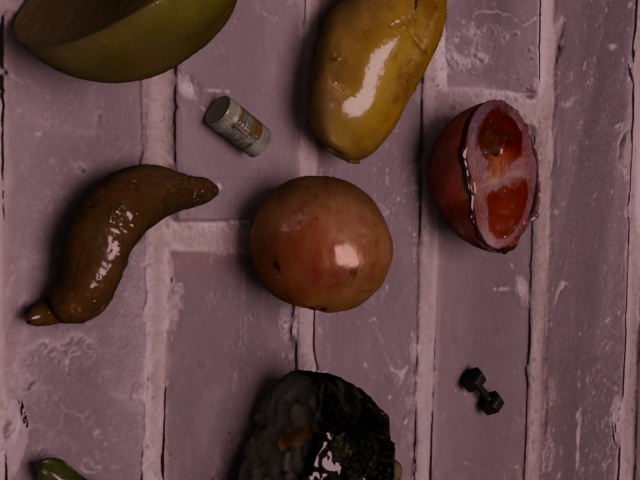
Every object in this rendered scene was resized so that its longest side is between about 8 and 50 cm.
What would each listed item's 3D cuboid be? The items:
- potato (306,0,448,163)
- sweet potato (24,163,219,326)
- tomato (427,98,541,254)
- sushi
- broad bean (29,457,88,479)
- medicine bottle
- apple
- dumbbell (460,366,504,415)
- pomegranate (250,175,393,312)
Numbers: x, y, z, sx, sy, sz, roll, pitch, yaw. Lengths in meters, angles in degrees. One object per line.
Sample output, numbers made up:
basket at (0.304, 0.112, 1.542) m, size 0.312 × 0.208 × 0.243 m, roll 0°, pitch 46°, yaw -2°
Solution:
potato at (0.075, -0.256, 2.096) m, size 0.173 × 0.140 × 0.300 m, roll 39°, pitch 74°, yaw -45°
sweet potato at (-0.249, -0.012, 1.859) m, size 0.310 × 0.098 × 0.124 m, roll -48°, pitch 144°, yaw -30°
tomato at (0.235, -0.096, 2.272) m, size 0.199 × 0.112 × 0.228 m, roll -18°, pitch 105°, yaw -47°
sushi at (-0.017, 0.348, 2.024) m, size 0.171 × 0.211 × 0.350 m, roll 29°, pitch 65°, yaw -32°
broad bean at (-0.267, 0.342, 1.901) m, size 0.256 × 0.052 × 0.053 m, roll 49°, pitch 39°, yaw -33°
medicine bottle at (-0.107, -0.150, 2.004) m, size 0.083 × 0.047 × 0.047 m, roll 38°, pitch 69°, yaw -37°
apple at (-0.230, -0.324, 1.744) m, size 0.292 × 0.254 × 0.292 m, roll -5°, pitch 97°, yaw -46°
dumbbell at (0.251, 0.234, 2.364) m, size 0.036 × 0.040 × 0.083 m, roll -37°, pitch 121°, yaw 2°
pomegranate at (0.001, 0.002, 2.026) m, size 0.191 × 0.191 × 0.191 m, roll -4°, pitch 97°, yaw -41°
